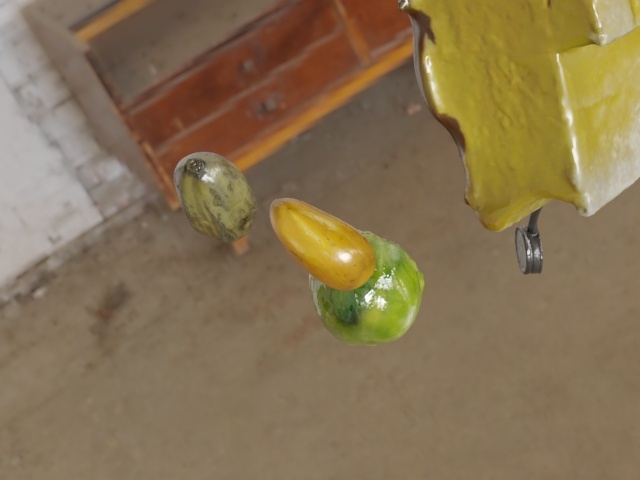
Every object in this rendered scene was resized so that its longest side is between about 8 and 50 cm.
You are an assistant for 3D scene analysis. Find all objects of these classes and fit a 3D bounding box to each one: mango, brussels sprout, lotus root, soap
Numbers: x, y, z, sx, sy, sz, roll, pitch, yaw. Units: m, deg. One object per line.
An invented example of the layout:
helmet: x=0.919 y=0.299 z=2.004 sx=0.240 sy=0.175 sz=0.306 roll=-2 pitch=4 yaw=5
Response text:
mango: x=0.000 y=0.000 z=1.133 sx=0.046 sy=0.089 sz=0.060 roll=-51 pitch=10 yaw=-12
brussels sprout: x=0.050 y=0.070 z=1.987 sx=0.152 sy=0.149 sz=0.122 roll=21 pitch=31 yaw=5
lotus root: x=-0.125 y=-0.054 z=1.908 sx=0.089 sy=0.179 sz=0.080 roll=16 pitch=66 yaw=18
soap: x=0.179 y=-0.169 z=0.941 sx=0.143 sy=0.259 sz=0.281 roll=4 pitch=26 yaw=42

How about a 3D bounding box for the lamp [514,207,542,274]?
lamp: x=0.324 y=-0.105 z=2.005 sx=0.109 sy=0.371 sz=0.130 roll=-4 pitch=32 yaw=-8
